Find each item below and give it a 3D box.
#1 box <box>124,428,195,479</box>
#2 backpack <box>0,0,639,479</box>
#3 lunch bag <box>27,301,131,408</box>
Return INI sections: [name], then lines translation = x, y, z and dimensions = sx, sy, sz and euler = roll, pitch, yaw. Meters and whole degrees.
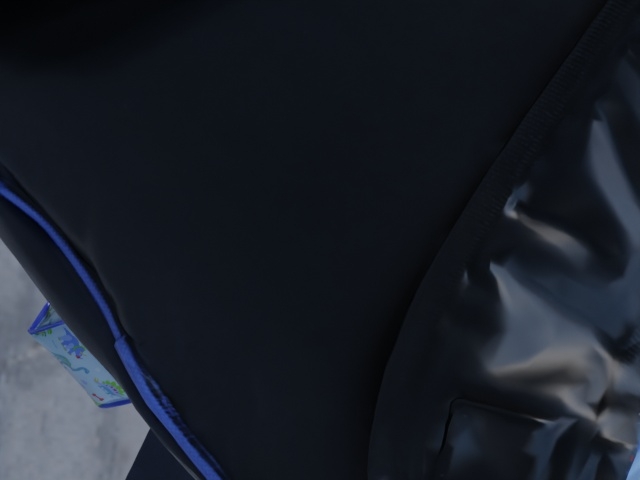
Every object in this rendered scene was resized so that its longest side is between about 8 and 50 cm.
[box]
translation = -0.054, 0.335, 1.755
dimensions = 0.312, 0.343, 0.179
euler = -63, 153, 6
[backpack]
translation = 0.051, -0.039, 0.426
dimensions = 0.263, 0.276, 0.213
euler = -41, 160, -4
[lunch bag]
translation = -0.206, 0.100, 1.520
dimensions = 0.129, 0.151, 0.096
euler = 52, 40, -27
